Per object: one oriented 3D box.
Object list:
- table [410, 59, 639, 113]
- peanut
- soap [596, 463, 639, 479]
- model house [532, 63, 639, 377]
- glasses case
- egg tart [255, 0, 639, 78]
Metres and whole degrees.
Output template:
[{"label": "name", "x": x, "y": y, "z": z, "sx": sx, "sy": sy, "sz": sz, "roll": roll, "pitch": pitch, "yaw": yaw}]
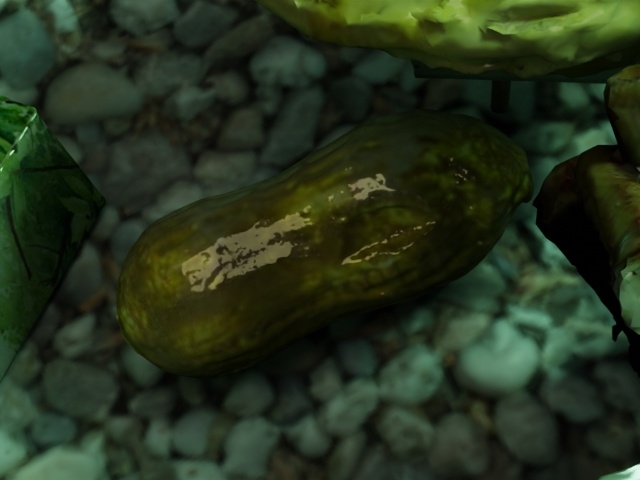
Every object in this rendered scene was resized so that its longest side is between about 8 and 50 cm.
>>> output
[{"label": "table", "x": 0.128, "y": -0.171, "z": 0.791, "sx": 0.122, "sy": 0.111, "sz": 0.240, "roll": 4, "pitch": 64, "yaw": 18}, {"label": "peanut", "x": 0.000, "y": 0.000, "z": 0.752, "sx": 0.207, "sy": 0.087, "sz": 0.087, "roll": -23, "pitch": 59, "yaw": 4}, {"label": "soap", "x": 0.058, "y": 0.325, "z": 0.426, "sx": 0.350, "sy": 0.213, "sz": 0.435, "roll": -21, "pitch": 62, "yaw": -4}, {"label": "model house", "x": 0.262, "y": 0.016, "z": 0.585, "sx": 0.317, "sy": 0.282, "sz": 0.297, "roll": -24, "pitch": 103, "yaw": 6}, {"label": "glasses case", "x": -0.207, "y": 0.062, "z": 0.771, "sx": 0.062, "sy": 0.095, "sz": 0.272, "roll": 19, "pitch": 69, "yaw": 25}, {"label": "egg tart", "x": 0.105, "y": -0.168, "z": 0.636, "sx": 0.341, "sy": 0.129, "sz": 0.341, "roll": -10, "pitch": 47, "yaw": 11}]
